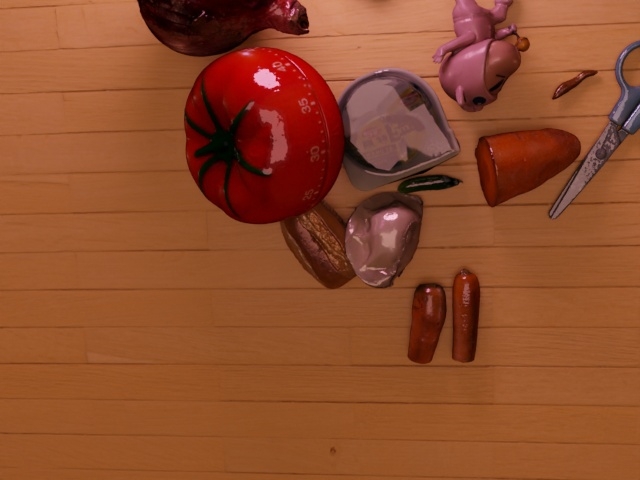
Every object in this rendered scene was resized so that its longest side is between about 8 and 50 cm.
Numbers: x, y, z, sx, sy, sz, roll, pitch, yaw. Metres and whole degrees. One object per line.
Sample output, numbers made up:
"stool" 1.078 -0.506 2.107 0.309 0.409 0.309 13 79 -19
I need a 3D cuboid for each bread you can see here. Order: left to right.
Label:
"bread" 0.000 0.000 1.887 0.140 0.106 0.236 -37 95 15

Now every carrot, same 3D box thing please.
"carrot" 0.256 0.199 1.909 0.087 0.087 0.194 5 102 6
"carrot" 0.347 0.178 1.903 0.067 0.067 0.225 2 104 7
"carrot" 0.469 -0.181 1.784 0.224 0.159 0.159 -16 100 -3

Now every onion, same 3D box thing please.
"onion" -0.188 -0.536 1.683 0.385 0.348 0.348 27 104 5

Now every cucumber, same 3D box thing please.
"cucumber" 0.256 -0.135 1.861 0.155 0.037 0.037 -6 101 7

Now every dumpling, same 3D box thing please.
"dumpling" 0.142 -0.015 1.839 0.172 0.142 0.247 22 70 7

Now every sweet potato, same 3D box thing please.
"sweet potato" 0.564 -0.353 1.782 0.115 0.026 0.026 -34 96 8

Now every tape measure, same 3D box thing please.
"tape measure" 0.160 -0.254 1.797 0.259 0.138 0.262 -21 99 10

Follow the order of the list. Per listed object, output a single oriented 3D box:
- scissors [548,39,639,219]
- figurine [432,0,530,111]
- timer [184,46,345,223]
"scissors" 0.654 -0.230 1.793 0.192 0.029 0.447 34 103 0
"figurine" 0.350 -0.425 1.725 0.186 0.176 0.288 3 88 32
"timer" -0.120 -0.227 1.730 0.378 0.279 0.378 24 124 42
